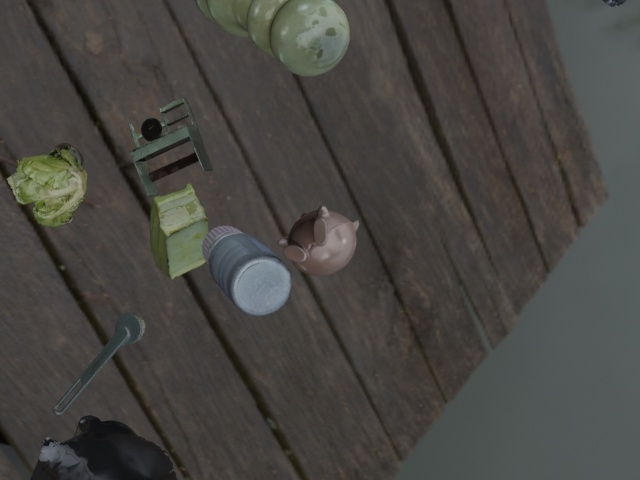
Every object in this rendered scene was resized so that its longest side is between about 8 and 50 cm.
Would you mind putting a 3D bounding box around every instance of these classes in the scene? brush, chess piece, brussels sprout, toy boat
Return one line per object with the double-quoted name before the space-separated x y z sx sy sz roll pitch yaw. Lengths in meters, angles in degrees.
"brush" -0.436 0.245 1.660 0.266 0.062 0.027 -48 161 11
"chess piece" -0.074 -0.393 1.452 0.182 0.330 0.182 -21 135 -23
"brussels sprout" -0.252 -0.058 0.820 0.085 0.058 0.085 -13 90 -76
"toy boat" -0.275 -0.001 1.657 0.111 0.276 0.084 -28 70 -24

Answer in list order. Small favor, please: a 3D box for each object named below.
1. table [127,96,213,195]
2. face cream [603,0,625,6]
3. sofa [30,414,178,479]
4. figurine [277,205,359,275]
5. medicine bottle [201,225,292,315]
"table" -0.332 -0.204 1.827 0.175 0.146 0.062 68 17 2
"face cream" 0.585 -0.507 1.488 0.144 0.291 0.071 -3 75 -9
"sofa" -0.358 0.447 1.413 0.182 0.258 0.200 -6 128 -54
"figurine" 0.000 0.000 1.459 0.138 0.125 0.125 -14 101 -69
"medicine bottle" -0.105 0.032 1.130 0.083 0.203 0.083 -6 107 -19
